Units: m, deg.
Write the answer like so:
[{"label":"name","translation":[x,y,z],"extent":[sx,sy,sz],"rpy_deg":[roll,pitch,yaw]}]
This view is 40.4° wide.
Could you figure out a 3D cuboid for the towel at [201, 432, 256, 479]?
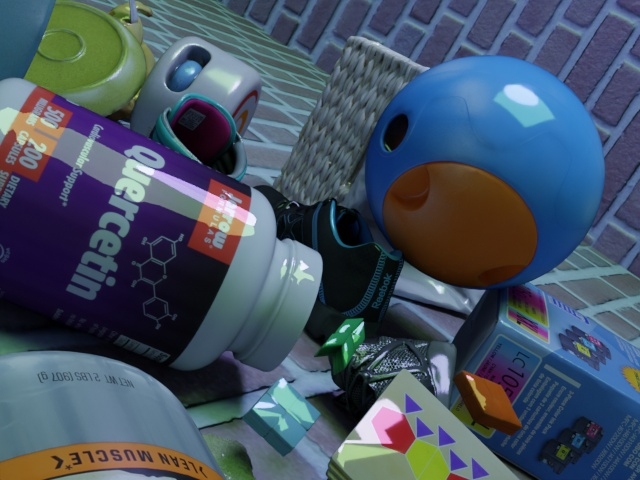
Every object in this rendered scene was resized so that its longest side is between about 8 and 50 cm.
[{"label":"towel","translation":[-0.094,0.185,0.629],"extent":[0.110,0.027,0.148],"rpy_deg":[22,19,-22]}]

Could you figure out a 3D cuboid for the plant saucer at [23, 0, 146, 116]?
[{"label":"plant saucer","translation":[-0.368,-0.265,1.231],"extent":[0.241,0.037,0.240],"rpy_deg":[7,54,-9]}]

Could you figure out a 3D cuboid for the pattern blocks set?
[{"label":"pattern blocks set","translation":[0.098,0.209,0.715],"extent":[0.325,0.026,0.285],"rpy_deg":[50,41,11]}]

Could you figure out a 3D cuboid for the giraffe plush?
[{"label":"giraffe plush","translation":[-0.372,-0.303,1.399],"extent":[0.171,0.210,0.181],"rpy_deg":[3,16,12]}]

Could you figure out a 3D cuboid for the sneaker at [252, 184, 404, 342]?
[{"label":"sneaker","translation":[0.000,0.000,1.134],"extent":[0.125,0.139,0.341],"rpy_deg":[13,22,-38]}]

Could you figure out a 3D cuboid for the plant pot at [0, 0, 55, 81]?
[{"label":"plant pot","translation":[-0.383,-0.230,0.895],"extent":[0.166,0.234,0.165],"rpy_deg":[34,-2,-35]}]

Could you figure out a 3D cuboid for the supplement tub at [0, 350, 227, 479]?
[{"label":"supplement tub","translation":[-0.080,0.202,0.309],"extent":[0.194,0.193,0.316],"rpy_deg":[16,22,-40]}]

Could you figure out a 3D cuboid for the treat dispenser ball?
[{"label":"treat dispenser ball","translation":[0.199,-0.083,1.072],"extent":[0.288,0.288,0.288],"rpy_deg":[27,17,-9]}]

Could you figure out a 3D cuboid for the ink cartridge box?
[{"label":"ink cartridge box","translation":[0.357,0.218,1.087],"extent":[0.396,0.151,0.270],"rpy_deg":[33,17,4]}]

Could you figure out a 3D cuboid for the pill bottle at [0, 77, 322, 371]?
[{"label":"pill bottle","translation":[-0.168,0.001,0.774],"extent":[0.323,0.181,0.181],"rpy_deg":[25,17,-16]}]

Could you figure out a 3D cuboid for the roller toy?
[{"label":"roller toy","translation":[-0.190,-0.200,1.309],"extent":[0.146,0.191,0.209],"rpy_deg":[30,17,3]}]

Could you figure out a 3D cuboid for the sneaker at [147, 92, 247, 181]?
[{"label":"sneaker","translation":[-0.189,-0.104,1.049],"extent":[0.124,0.178,0.295],"rpy_deg":[11,25,-48]}]

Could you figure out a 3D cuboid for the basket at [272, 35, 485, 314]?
[{"label":"basket","translation":[0.154,-0.105,1.379],"extent":[0.331,0.328,0.266],"rpy_deg":[19,18,-32]}]

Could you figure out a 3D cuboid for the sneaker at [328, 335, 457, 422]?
[{"label":"sneaker","translation":[0.061,0.171,0.850],"extent":[0.130,0.087,0.227],"rpy_deg":[9,33,7]}]
